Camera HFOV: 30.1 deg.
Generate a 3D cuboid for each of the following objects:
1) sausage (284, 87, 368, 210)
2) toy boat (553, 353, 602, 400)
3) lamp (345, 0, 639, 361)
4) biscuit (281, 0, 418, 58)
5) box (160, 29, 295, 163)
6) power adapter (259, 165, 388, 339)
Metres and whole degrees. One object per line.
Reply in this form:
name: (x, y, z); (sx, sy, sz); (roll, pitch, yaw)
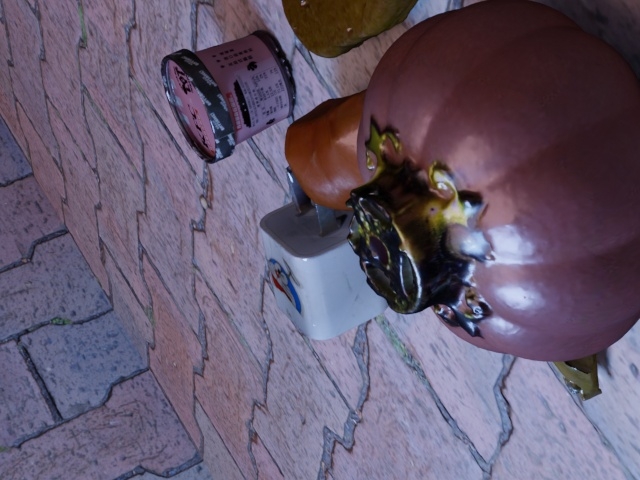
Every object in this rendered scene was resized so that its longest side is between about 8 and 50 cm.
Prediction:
sausage: (0.047, -0.099, 1.285); (0.258, 0.133, 0.133); (-12, 102, 65)
toy boat: (0.231, 0.085, 1.159); (0.149, 0.047, 0.049); (62, 173, 15)
lamp: (0.140, -0.039, 0.963); (0.305, 0.240, 0.305); (49, 153, 35)
biscuit: (0.004, -0.352, 1.179); (0.359, 0.074, 0.381); (53, 158, 33)
box: (-0.115, -0.194, 1.551); (0.151, 0.135, 0.151); (54, 160, 30)
power adapter: (0.000, 0.000, 1.500); (0.130, 0.125, 0.205); (40, 148, 50)
